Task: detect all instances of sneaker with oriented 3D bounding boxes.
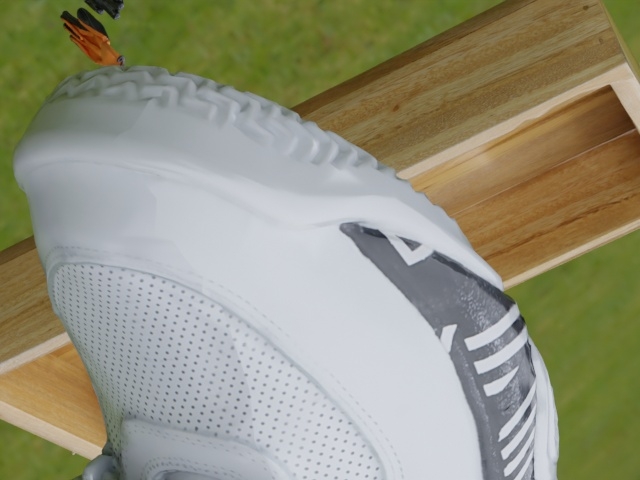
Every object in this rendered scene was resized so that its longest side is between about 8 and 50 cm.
[{"bbox_3d":[-0.013,0.137,0.559,0.210,0.137,0.366,-57,135,-35],"label":"sneaker"}]

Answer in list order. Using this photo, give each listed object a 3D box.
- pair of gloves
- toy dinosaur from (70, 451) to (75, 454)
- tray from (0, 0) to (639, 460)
[{"bbox_3d":[-0.160,-0.161,1.323,0.010,0.074,0.083,-28,142,-33],"label":"pair of gloves"},{"bbox_3d":[-0.169,0.189,1.677,0.053,0.092,0.183,-60,-178,-1],"label":"toy dinosaur"},{"bbox_3d":[0.000,0.000,1.090,0.410,0.076,0.203,-26,153,12],"label":"tray"}]
